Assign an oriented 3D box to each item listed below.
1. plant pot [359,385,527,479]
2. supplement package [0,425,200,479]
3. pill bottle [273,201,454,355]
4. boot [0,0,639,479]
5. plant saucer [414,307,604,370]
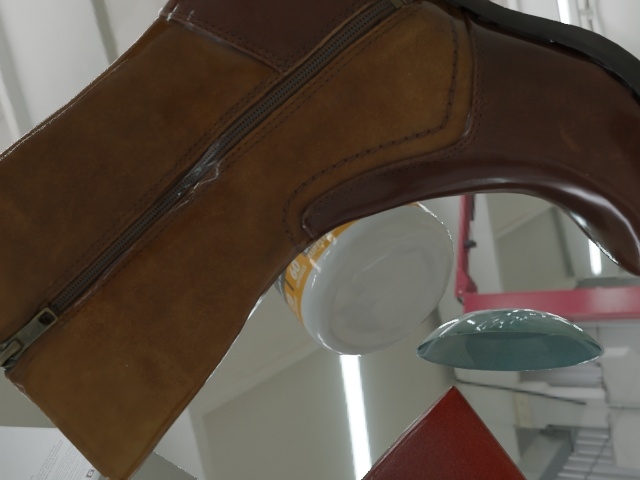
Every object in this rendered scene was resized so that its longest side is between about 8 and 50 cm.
[{"bbox_3d":[0.143,0.368,0.813,0.235,0.267,0.267,-34,-33,-4],"label":"plant pot"},{"bbox_3d":[-0.233,0.308,0.690,0.198,0.262,0.199,46,-129,-33],"label":"supplement package"},{"bbox_3d":[-0.005,-0.026,0.756,0.162,0.278,0.162,-19,-49,-23],"label":"pill bottle"},{"bbox_3d":[0.000,0.000,0.323,0.264,0.096,0.280,44,-94,-9],"label":"boot"},{"bbox_3d":[0.198,0.104,0.789,0.195,0.194,0.038,28,-122,-48],"label":"plant saucer"}]
